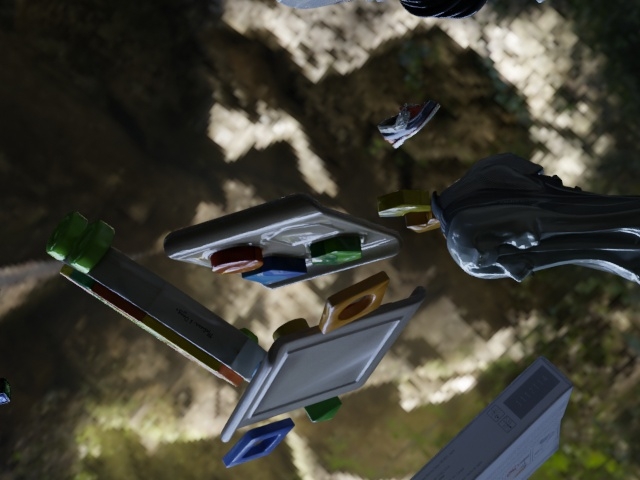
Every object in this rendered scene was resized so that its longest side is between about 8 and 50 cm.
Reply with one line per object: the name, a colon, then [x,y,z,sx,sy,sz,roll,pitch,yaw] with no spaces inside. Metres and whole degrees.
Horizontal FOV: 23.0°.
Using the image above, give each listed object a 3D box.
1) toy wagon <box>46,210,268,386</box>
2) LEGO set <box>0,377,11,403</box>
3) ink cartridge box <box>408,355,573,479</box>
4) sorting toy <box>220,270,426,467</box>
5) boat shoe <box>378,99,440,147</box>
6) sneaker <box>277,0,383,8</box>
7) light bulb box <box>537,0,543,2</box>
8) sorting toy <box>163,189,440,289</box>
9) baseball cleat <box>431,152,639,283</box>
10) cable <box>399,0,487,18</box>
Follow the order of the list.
toy wagon: [-0.182,0.068,1.744,0.267,0.068,0.344,36,172,-21]
LEGO set: [-0.441,0.119,1.664,0.244,0.182,0.060,7,-131,-20]
ink cartridge box: [0.211,0.316,2.128,0.296,0.261,0.066,-41,-111,-15]
sorting toy: [-0.004,0.112,1.556,0.196,0.348,0.047,-20,-114,-32]
boat shoe: [0.127,-0.175,2.278,0.043,0.137,0.049,48,-118,-4]
sneaker: [0.033,-0.456,2.366,0.315,0.127,0.182,-11,-98,-45]
light bulb box: [0.352,-0.503,1.718,0.361,0.358,0.225,-29,-110,-34]
sorting toy: [0.000,0.000,1.852,0.229,0.307,0.041,23,-124,-56]
baseball cleat: [0.177,-0.022,1.065,0.205,0.072,0.109,2,-142,-20]
cable: [0.104,-0.299,1.485,0.184,0.150,0.047,45,-154,-20]
